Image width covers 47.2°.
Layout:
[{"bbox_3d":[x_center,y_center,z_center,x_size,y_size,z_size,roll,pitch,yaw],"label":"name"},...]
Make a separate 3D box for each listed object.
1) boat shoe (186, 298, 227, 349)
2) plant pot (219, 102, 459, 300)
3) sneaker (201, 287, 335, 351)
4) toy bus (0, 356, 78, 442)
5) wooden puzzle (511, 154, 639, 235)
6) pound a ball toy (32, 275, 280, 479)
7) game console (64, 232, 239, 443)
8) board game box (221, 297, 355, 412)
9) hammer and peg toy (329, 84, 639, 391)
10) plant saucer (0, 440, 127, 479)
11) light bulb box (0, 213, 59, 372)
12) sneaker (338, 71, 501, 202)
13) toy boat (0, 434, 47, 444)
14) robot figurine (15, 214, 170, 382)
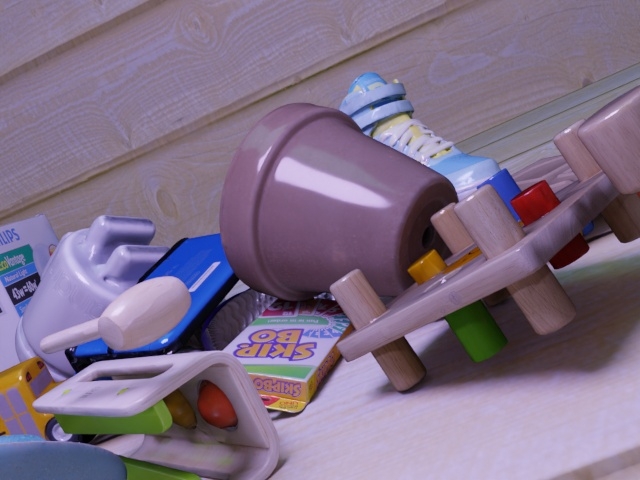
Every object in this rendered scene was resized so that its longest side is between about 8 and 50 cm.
[{"bbox_3d":[-0.230,0.131,1.337,0.103,0.113,0.302,-36,12,-34],"label":"boat shoe"},{"bbox_3d":[0.041,-0.027,0.924,0.229,0.263,0.263,18,35,37],"label":"plant pot"},{"bbox_3d":[-0.089,0.116,1.105,0.146,0.102,0.293,-25,1,39],"label":"sneaker"},{"bbox_3d":[-0.489,0.277,1.087,0.332,0.130,0.108,-25,8,-1],"label":"toy bus"},{"bbox_3d":[0.329,-0.058,1.054,0.347,0.081,0.322,-23,7,-21],"label":"wooden puzzle"},{"bbox_3d":[-0.166,0.142,0.710,0.135,0.208,0.319,-31,9,-39],"label":"pound a ball toy"},{"bbox_3d":[-0.201,0.131,1.034,0.250,0.173,0.293,-8,27,29],"label":"game console"},{"bbox_3d":[-0.038,0.129,0.895,0.124,0.039,0.259,4,20,18],"label":"board game box"},{"bbox_3d":[0.196,-0.008,0.663,0.266,0.127,0.361,-31,-4,-42],"label":"hammer and peg toy"},{"bbox_3d":[-0.291,0.240,0.527,0.317,0.044,0.318,-20,-29,-12],"label":"plant saucer"},{"bbox_3d":[-0.674,0.161,1.584,0.225,0.361,0.358,-24,8,4],"label":"light bulb box"},{"bbox_3d":[0.124,-0.146,1.056,0.127,0.208,0.319,-20,13,-32],"label":"sneaker"},{"bbox_3d":[-0.370,0.218,0.624,0.267,0.148,0.318,-25,-29,-4],"label":"toy boat"},{"bbox_3d":[-0.383,0.121,1.237,0.199,0.300,0.353,6,-54,-49],"label":"robot figurine"}]
